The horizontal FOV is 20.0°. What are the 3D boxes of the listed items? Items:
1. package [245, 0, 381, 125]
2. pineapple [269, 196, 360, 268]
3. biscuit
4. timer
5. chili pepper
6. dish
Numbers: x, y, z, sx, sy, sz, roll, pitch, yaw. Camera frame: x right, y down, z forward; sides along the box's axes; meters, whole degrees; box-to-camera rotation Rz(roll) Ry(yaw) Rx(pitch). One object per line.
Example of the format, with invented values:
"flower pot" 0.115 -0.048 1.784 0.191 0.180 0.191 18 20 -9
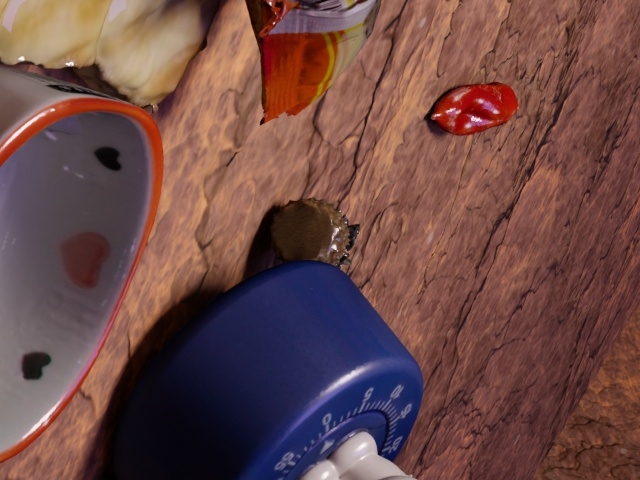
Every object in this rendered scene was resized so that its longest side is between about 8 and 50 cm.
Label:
"package" 0.005 -0.232 1.267 0.223 0.108 0.288 81 23 -73
"pineapple" 0.000 0.000 1.656 0.074 0.074 0.159 -64 167 0
"biscuit" -0.139 -0.162 1.117 0.154 0.045 0.299 -65 160 4
"timer" 0.043 0.227 1.494 0.270 0.383 0.270 -36 151 -24
"chili pepper" 0.170 -0.142 1.939 0.191 0.050 0.059 -17 147 -55
"dish" -0.207 0.006 1.038 0.256 0.117 0.256 -53 158 -32
